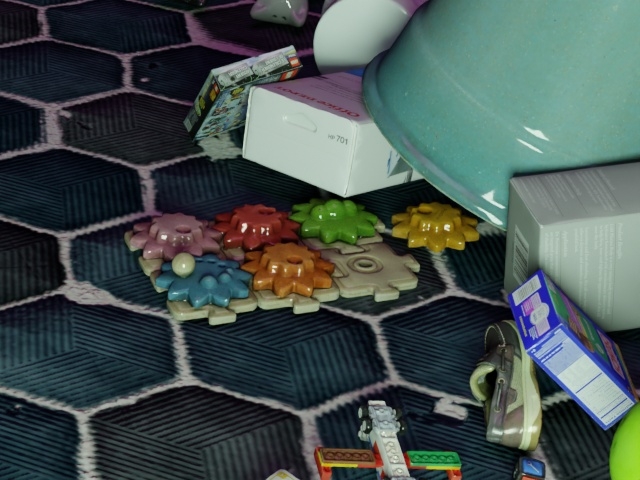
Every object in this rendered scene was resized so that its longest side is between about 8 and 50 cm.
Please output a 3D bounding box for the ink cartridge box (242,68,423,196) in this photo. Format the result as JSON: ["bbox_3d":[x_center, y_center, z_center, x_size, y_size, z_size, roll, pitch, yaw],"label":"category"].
[{"bbox_3d":[0.035,-0.113,1.722,0.140,0.082,0.191,23,25,33],"label":"ink cartridge box"}]

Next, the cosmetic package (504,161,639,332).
[{"bbox_3d":[0.293,0.002,1.515,0.238,0.127,0.107,-7,30,-10],"label":"cosmetic package"}]

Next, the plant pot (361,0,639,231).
[{"bbox_3d":[0.261,-0.217,1.621,0.341,0.334,0.341,21,30,-13],"label":"plant pot"}]

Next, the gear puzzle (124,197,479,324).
[{"bbox_3d":[0.000,0.000,1.577,0.339,0.044,0.175,-7,31,-22],"label":"gear puzzle"}]

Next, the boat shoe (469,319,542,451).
[{"bbox_3d":[0.147,0.113,1.385,0.049,0.056,0.152,7,28,-8],"label":"boat shoe"}]

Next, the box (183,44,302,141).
[{"bbox_3d":[-0.081,-0.150,1.751,0.094,0.137,0.027,-20,78,-22],"label":"box"}]

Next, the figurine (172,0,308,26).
[{"bbox_3d":[-0.083,-0.341,2.166,0.215,0.092,0.209,14,37,13],"label":"figurine"}]

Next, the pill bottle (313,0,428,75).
[{"bbox_3d":[0.092,-0.265,1.959,0.162,0.162,0.278,12,29,13],"label":"pill bottle"}]

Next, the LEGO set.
[{"bbox_3d":[0.063,0.207,1.234,0.182,0.060,0.244,33,38,20],"label":"LEGO set"}]

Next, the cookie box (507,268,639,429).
[{"bbox_3d":[0.208,0.089,1.393,0.107,0.040,0.092,44,18,-24],"label":"cookie box"}]

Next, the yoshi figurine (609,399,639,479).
[{"bbox_3d":[0.338,0.182,1.123,0.362,0.203,0.203,7,32,43],"label":"yoshi figurine"}]
